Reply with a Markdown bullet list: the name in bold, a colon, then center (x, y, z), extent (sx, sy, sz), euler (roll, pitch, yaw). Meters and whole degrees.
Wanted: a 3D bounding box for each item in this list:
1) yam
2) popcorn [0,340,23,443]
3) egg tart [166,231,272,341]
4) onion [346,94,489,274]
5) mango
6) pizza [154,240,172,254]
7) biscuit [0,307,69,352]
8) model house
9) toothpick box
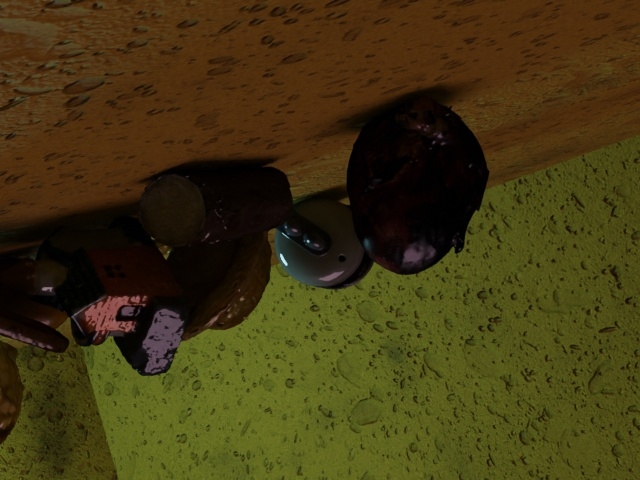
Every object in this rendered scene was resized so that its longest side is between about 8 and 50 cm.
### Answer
- **yam**: center (-0.155, -0.057, 1.783), extent (0.131, 0.131, 0.280), euler (-20, 175, 32)
- **popcorn**: center (-0.781, 0.287, 2.234), extent (0.354, 0.344, 0.390), euler (-1, 162, -1)
- **egg tart**: center (-0.176, 0.059, 2.012), extent (0.128, 0.319, 0.319), euler (37, 142, -29)
- **onion**: center (0.144, -0.079, 1.752), extent (0.221, 0.280, 0.281), euler (17, 177, 4)
- **mango**: center (-0.561, 0.101, 2.030), extent (0.221, 0.151, 0.120), euler (8, 138, 4)
- **pizza**: center (-0.376, 0.028, 2.470), extent (0.160, 0.035, 0.099), euler (-20, 174, 28)
- **biscuit**: center (-0.567, 0.112, 1.781), extent (0.359, 0.046, 0.359), euler (19, 171, 3)
- **model house**: center (-0.409, 0.093, 1.879), extent (0.301, 0.271, 0.190), euler (3, 127, -38)
- **toothpick box**: center (0.000, 0.000, 2.559), extent (0.229, 0.229, 0.316), euler (-18, 173, 9)
